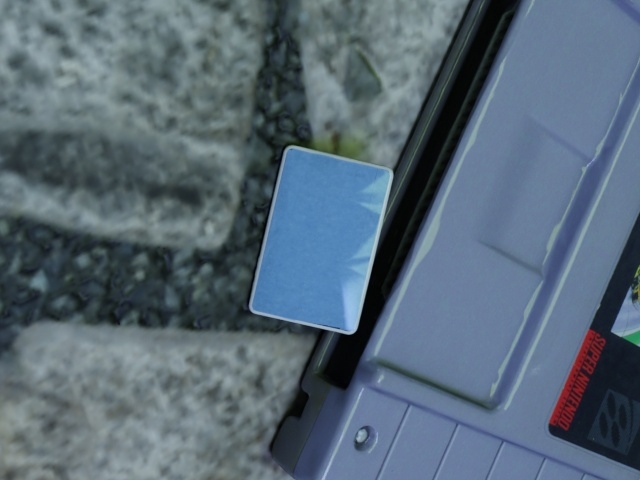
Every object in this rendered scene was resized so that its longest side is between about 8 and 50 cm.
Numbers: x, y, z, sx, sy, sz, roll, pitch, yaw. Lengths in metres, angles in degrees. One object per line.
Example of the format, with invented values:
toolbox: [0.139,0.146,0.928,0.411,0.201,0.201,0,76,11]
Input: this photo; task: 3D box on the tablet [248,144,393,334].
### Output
tablet: [0.000,0.000,0.589,0.054,0.006,0.083,13,95,-4]

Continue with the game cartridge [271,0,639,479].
game cartridge: [0.139,-0.007,0.671,0.230,0.068,0.355,25,88,-33]
